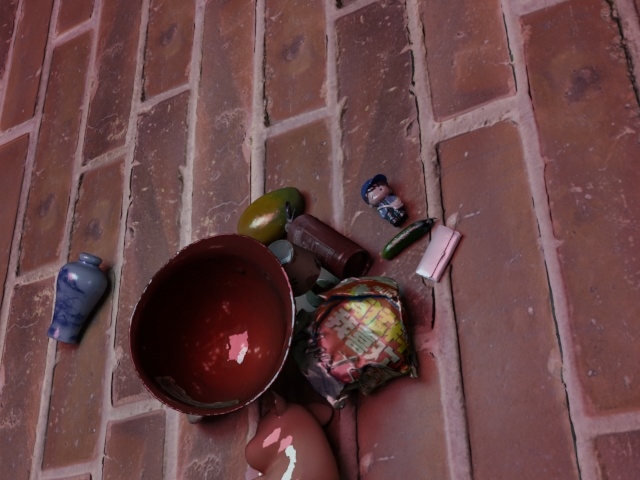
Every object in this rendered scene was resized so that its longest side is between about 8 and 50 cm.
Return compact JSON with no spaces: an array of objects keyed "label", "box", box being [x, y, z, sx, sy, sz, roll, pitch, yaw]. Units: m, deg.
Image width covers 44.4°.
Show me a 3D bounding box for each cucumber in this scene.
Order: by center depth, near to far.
[{"label":"cucumber","box":[0.199,-0.012,1.794,0.155,0.037,0.037,-38,52,13]}]

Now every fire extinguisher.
[{"label":"fire extinguisher","box":[0.000,0.000,1.882,0.269,0.105,0.105,34,89,41]}]

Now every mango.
[{"label":"mango","box":[-0.126,-0.063,2.012,0.194,0.092,0.130,-43,48,-2]}]

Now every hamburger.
[{"label":"hamburger","box":[0.075,0.219,1.713,0.276,0.150,0.261,-24,72,2]}]

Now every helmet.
[{"label":"helmet","box":[-0.215,0.201,1.705,0.337,0.230,0.385,12,71,6]}]

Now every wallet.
[{"label":"wallet","box":[0.261,0.029,1.739,0.061,0.025,0.122,24,82,33]}]

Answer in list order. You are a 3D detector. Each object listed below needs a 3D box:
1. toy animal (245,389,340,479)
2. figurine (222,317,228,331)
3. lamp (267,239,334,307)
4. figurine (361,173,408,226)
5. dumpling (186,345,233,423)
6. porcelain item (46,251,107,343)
[{"label":"toy animal","box":[-0.063,0.478,1.650,0.213,0.195,0.256,-41,53,21]},{"label":"figurine","box":[-0.225,0.108,1.936,0.247,0.177,0.173,30,105,51]},{"label":"lamp","box":[-0.043,0.083,1.792,0.121,0.215,0.121,-15,54,22]},{"label":"figurine","box":[0.154,-0.093,1.855,0.077,0.079,0.136,-42,74,7]},{"label":"dumpling","box":[-0.294,0.329,1.912,0.175,0.243,0.227,9,92,-4]},{"label":"porcelain item","box":[-0.705,0.165,2.270,0.141,0.141,0.259,17,89,39]}]
